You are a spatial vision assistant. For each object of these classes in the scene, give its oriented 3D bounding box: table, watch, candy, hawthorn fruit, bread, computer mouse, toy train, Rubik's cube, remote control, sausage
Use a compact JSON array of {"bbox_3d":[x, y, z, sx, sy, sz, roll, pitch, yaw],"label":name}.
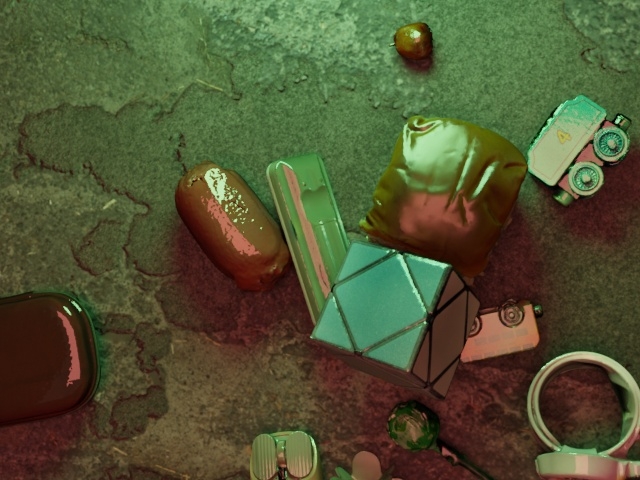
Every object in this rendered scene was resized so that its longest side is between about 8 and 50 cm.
[{"bbox_3d":[0.082,0.497,1.713,0.166,0.198,0.167,0,91,8],"label":"table"},{"bbox_3d":[0.501,0.327,1.672,0.244,0.196,0.231,-2,69,14],"label":"watch"},{"bbox_3d":[0.265,0.420,1.751,0.323,0.097,0.097,36,97,-1],"label":"candy"},{"bbox_3d":[0.177,-0.376,1.741,0.077,0.077,0.077,0,92,9],"label":"hawthorn fruit"},{"bbox_3d":[0.221,-0.073,1.662,0.250,0.225,0.279,22,90,7],"label":"bread"},{"bbox_3d":[-0.063,0.489,1.796,0.145,0.082,0.237,-5,92,10],"label":"computer mouse"},{"bbox_3d":[0.328,0.169,1.729,0.188,0.072,0.099,-13,89,9],"label":"toy train"},{"bbox_3d":[0.138,0.142,1.641,0.205,0.207,0.205,16,77,29],"label":"Rubik's cube"},{"bbox_3d":[0.470,-0.165,1.684,0.154,0.107,0.198,37,97,14],"label":"toy train"},{"bbox_3d":[0.000,0.000,1.749,0.065,0.128,0.335,-19,89,52],"label":"remote control"},{"bbox_3d":[-0.167,-0.026,1.763,0.152,0.152,0.280,-37,87,8],"label":"sausage"}]

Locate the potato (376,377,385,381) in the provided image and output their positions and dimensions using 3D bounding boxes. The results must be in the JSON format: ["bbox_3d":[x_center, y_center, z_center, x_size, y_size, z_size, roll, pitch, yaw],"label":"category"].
[{"bbox_3d":[0.125,0.227,1.769,0.068,0.062,0.083,-15,105,-23],"label":"potato"}]

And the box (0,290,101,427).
[{"bbox_3d":[-0.640,0.246,1.865,0.403,0.108,0.263,-10,90,9],"label":"box"}]
